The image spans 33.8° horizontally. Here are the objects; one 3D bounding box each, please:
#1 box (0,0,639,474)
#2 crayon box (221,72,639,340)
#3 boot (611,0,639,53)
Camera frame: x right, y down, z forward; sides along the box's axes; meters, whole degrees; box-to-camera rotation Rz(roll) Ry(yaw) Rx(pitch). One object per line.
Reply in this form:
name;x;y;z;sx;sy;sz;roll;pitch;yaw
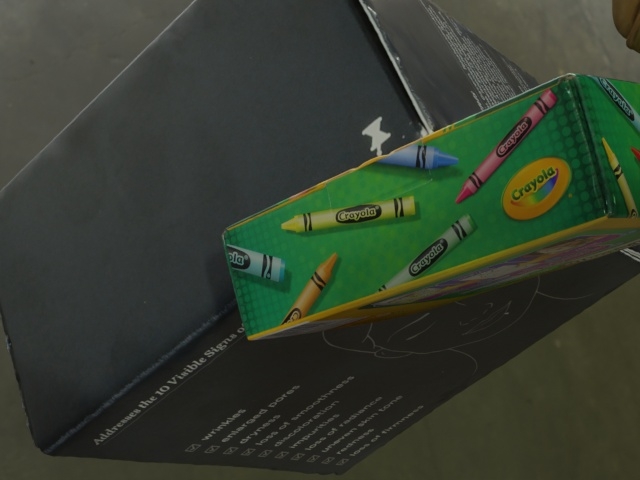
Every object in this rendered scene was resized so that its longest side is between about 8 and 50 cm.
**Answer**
box;0.000;0.000;1.096;0.471;0.480;0.297;18;40;-53
crayon box;0.092;-0.012;0.667;0.165;0.278;0.081;-3;76;-48
boot;0.170;-0.291;0.768;0.269;0.236;0.089;31;41;25
